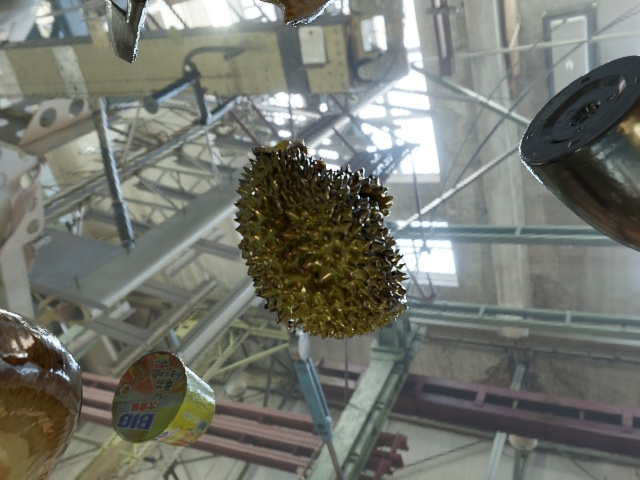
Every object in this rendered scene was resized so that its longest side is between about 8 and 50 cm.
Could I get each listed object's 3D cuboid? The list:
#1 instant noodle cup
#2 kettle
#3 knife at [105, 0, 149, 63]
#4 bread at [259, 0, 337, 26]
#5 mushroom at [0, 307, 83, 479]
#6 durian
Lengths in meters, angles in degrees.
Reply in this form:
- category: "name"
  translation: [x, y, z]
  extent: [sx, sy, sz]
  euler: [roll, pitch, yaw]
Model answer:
- category: "instant noodle cup"
  translation: [-0.338, 0.367, 1.341]
  extent: [0.205, 0.153, 0.205]
  euler: [-15, -126, 22]
- category: "kettle"
  translation: [0.458, -0.102, 0.899]
  extent: [0.207, 0.290, 0.268]
  euler: [-48, -164, 5]
- category: "knife"
  translation: [-0.256, -0.282, 0.777]
  extent: [0.028, 0.060, 0.230]
  euler: [-53, -167, -18]
- category: "bread"
  translation: [0.090, -0.339, 0.484]
  extent: [0.370, 0.192, 0.314]
  euler: [-18, -178, -8]
- category: "mushroom"
  translation: [-0.366, 0.187, 0.487]
  extent: [0.345, 0.345, 0.239]
  euler: [-17, -120, -3]
- category: "durian"
  translation: [-0.001, 0.008, 0.829]
  extent: [0.258, 0.293, 0.258]
  euler: [-15, -145, 11]
